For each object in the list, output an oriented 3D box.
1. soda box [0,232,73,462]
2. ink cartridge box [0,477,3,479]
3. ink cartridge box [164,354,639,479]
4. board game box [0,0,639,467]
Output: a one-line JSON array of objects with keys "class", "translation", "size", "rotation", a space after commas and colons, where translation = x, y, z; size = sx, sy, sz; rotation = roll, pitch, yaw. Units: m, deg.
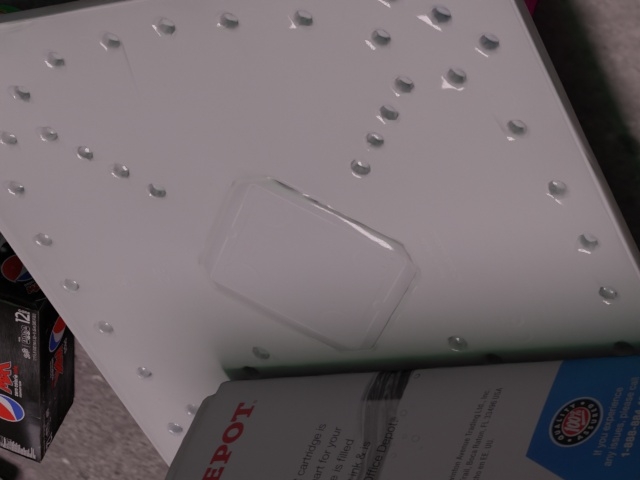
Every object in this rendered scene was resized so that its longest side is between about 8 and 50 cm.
[{"class": "soda box", "translation": [-0.198, 0.071, 1.284], "size": [0.053, 0.060, 0.169], "rotation": [18, 139, 8]}, {"class": "ink cartridge box", "translation": [-0.346, 0.182, 1.512], "size": [0.225, 0.056, 0.181], "rotation": [41, 142, 11]}, {"class": "ink cartridge box", "translation": [0.054, 0.190, 1.069], "size": [0.307, 0.223, 0.129], "rotation": [-6, 132, 33]}, {"class": "board game box", "translation": [0.000, 0.000, 1.106], "size": [0.390, 0.050, 0.390], "rotation": [-5, 131, 33]}]
